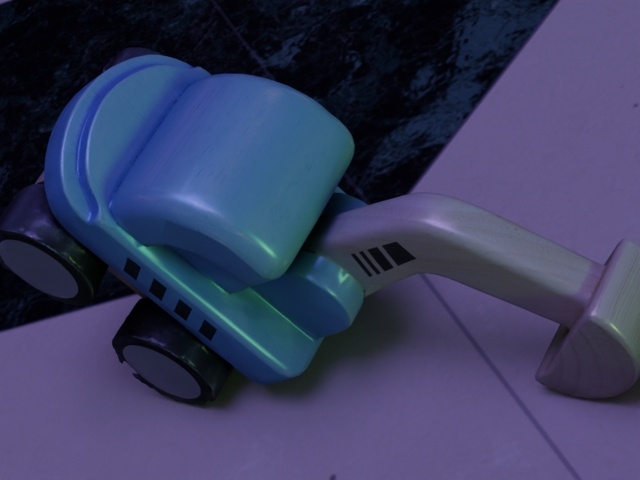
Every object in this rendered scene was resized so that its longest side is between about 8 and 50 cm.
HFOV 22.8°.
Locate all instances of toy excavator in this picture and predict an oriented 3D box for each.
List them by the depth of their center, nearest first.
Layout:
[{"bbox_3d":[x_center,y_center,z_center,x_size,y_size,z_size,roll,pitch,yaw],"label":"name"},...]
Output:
[{"bbox_3d":[0.000,0.000,1.294,0.445,0.433,0.222,-22,32,57],"label":"toy excavator"}]
